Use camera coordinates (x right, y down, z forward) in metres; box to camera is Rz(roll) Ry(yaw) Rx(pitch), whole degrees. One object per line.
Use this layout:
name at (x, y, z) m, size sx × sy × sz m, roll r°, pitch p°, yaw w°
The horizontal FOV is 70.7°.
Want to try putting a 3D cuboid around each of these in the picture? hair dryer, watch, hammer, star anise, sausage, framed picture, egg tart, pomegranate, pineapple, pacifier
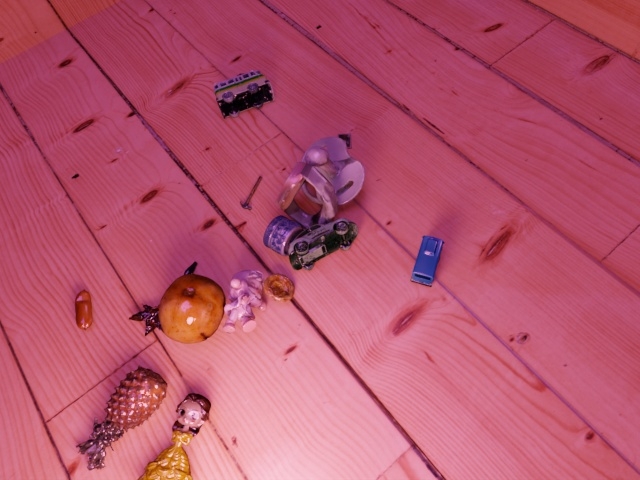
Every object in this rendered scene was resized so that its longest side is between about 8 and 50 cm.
hair dryer at (-0.512, 0.133, 1.857) m, size 0.083 × 0.031 × 0.079 m, roll 30°, pitch 59°, yaw 5°
watch at (-0.042, -0.163, 1.826) m, size 0.241 × 0.253 × 0.161 m, roll 31°, pitch 48°, yaw -4°
hammer at (-0.306, -0.217, 2.024) m, size 0.062 × 0.017 × 0.182 m, roll 16°, pitch 63°, yaw 14°
star anise at (-0.638, 0.301, 1.759) m, size 0.213 × 0.053 × 0.157 m, roll -13°, pitch 60°, yaw -3°
sausage at (-0.947, 0.281, 1.803) m, size 0.062 × 0.054 × 0.183 m, roll -3°, pitch 54°, yaw -33°
framed picture at (0.113, -0.467, 2.118) m, size 0.066 × 0.006 × 0.089 m, roll -1°, pitch 62°, yaw 6°
egg tart at (-0.162, 0.188, 1.761) m, size 0.129 × 0.049 × 0.128 m, roll 13°, pitch 52°, yaw -17°
pomegranate at (-0.475, 0.250, 1.666) m, size 0.261 × 0.260 × 0.260 m, roll -2°, pitch 62°, yaw 5°
pineapple at (-0.683, 0.612, 1.548) m, size 0.175 × 0.175 × 0.361 m, roll 30°, pitch 78°, yaw 20°
pacifier at (0.014, -0.304, 1.905) m, size 0.288 × 0.269 × 0.343 m, roll -42°, pitch 60°, yaw 12°

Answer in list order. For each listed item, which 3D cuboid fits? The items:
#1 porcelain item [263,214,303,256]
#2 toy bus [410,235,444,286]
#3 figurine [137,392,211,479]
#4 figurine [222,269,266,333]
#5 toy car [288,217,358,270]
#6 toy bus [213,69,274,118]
porcelain item at (-0.154, -0.021, 1.828) m, size 0.114 × 0.147 × 0.147 m, roll 29°, pitch 69°, yaw 20°
toy bus at (0.415, 0.073, 1.742) m, size 0.090 × 0.106 × 0.184 m, roll 15°, pitch 64°, yaw 16°
figurine at (-0.458, 0.662, 1.479) m, size 0.188 × 0.168 × 0.315 m, roll -2°, pitch 60°, yaw 36°
figurine at (-0.289, 0.224, 1.698) m, size 0.133 × 0.200 × 0.275 m, roll -21°, pitch 40°, yaw 25°
toy car at (0.000, 0.000, 1.809) m, size 0.306 × 0.136 × 0.125 m, roll -30°, pitch 54°, yaw -10°
toy bus at (-0.386, -0.737, 2.242) m, size 0.276 × 0.133 × 0.164 m, roll -22°, pitch 62°, yaw -6°
